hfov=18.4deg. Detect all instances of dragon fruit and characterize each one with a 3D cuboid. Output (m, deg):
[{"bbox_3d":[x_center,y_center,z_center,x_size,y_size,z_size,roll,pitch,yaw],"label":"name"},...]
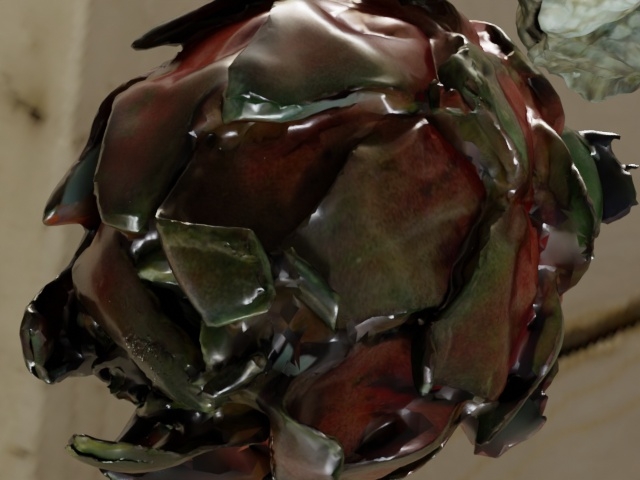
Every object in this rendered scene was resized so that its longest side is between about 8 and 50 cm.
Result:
[{"bbox_3d":[0.003,-0.002,0.633,0.182,0.188,0.182,-2,-95,18],"label":"dragon fruit"}]

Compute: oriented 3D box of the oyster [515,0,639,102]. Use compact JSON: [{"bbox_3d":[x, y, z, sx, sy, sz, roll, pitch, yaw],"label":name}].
[{"bbox_3d":[0.063,-0.093,0.400,0.064,0.125,0.177,-14,-123,27],"label":"oyster"}]
